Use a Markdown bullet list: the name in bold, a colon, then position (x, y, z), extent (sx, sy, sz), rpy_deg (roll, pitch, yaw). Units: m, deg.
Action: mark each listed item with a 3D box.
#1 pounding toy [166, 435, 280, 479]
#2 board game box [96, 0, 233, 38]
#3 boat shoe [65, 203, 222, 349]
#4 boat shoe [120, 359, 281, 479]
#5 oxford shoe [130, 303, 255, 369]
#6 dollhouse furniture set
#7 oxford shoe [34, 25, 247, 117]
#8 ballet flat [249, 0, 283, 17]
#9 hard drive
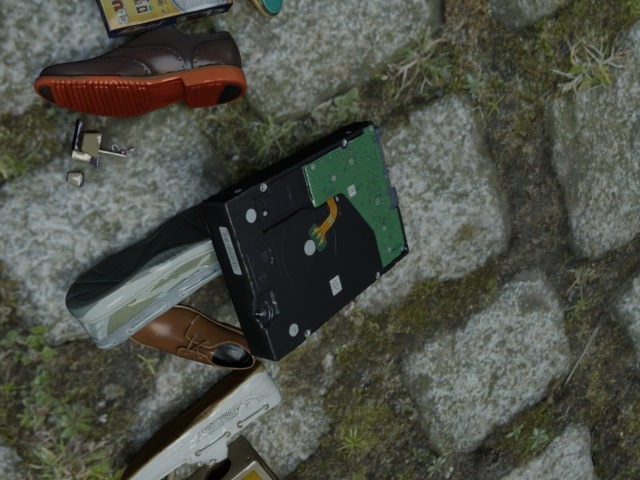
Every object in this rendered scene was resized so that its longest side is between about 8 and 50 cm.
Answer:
- **pounding toy**: position (-0.179, 0.428, 1.039), extent (0.206, 0.094, 0.181), rpy_deg (-37, 114, -10)
- **board game box**: position (-0.227, -0.397, 0.804), extent (0.164, 0.042, 0.244), rpy_deg (-19, 98, -17)
- **boat shoe**: position (-0.198, 0.039, 0.919), extent (0.320, 0.118, 0.103), rpy_deg (-32, 127, -17)
- **boat shoe**: position (-0.179, 0.309, 0.998), extent (0.277, 0.098, 0.096), rpy_deg (-37, 103, -11)
- **oxford shoe**: position (-0.193, 0.150, 0.971), extent (0.212, 0.076, 0.076), rpy_deg (17, 99, -23)
- **dollhouse furniture set**: position (-0.283, -0.105, 0.846), extent (0.081, 0.114, 0.091), rpy_deg (9, 98, -29)
- **oxford shoe**: position (-0.240, -0.231, 0.858), extent (0.271, 0.097, 0.099), rpy_deg (-7, 78, -17)
- **ballet flat**: position (-0.112, -0.416, 0.862), extent (0.080, 0.073, 0.233), rpy_deg (-37, 118, -47)
- **hard drive**: position (-0.004, -0.014, 0.934), extent (0.339, 0.064, 0.237), rpy_deg (-35, 118, -40)
